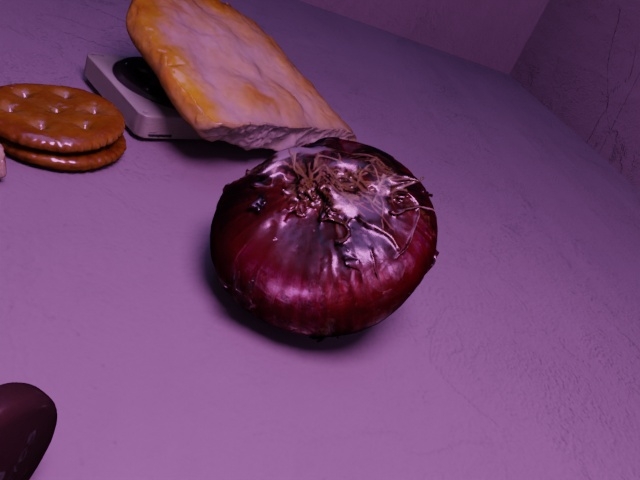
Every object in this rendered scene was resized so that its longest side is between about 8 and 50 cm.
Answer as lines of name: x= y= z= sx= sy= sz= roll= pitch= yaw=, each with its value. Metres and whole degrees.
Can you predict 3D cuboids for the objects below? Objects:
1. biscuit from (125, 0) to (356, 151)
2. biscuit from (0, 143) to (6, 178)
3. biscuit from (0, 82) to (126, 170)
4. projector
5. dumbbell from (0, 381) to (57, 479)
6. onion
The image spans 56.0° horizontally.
biscuit: x=-0.176 y=-0.327 z=1.179 sx=0.446 sy=0.104 sz=0.429 roll=50 pitch=33 yaw=12
biscuit: x=-0.530 y=-0.107 z=0.776 sx=0.219 sy=0.055 sz=0.061 roll=-5 pitch=77 yaw=-38
biscuit: x=-0.425 y=-0.186 z=0.965 sx=0.221 sy=0.066 sz=0.220 roll=14 pitch=32 yaw=-9
projector: x=-0.300 y=-0.295 z=1.205 sx=0.257 sy=0.079 sz=0.259 roll=-8 pitch=43 yaw=-45
dumbbell: x=-0.331 y=0.128 z=0.459 sx=0.225 sy=0.140 sz=0.124 roll=27 pitch=-8 yaw=9
onion: x=0.000 y=0.000 z=0.825 sx=0.314 sy=0.232 sz=0.313 roll=2 pitch=47 yaw=-2
